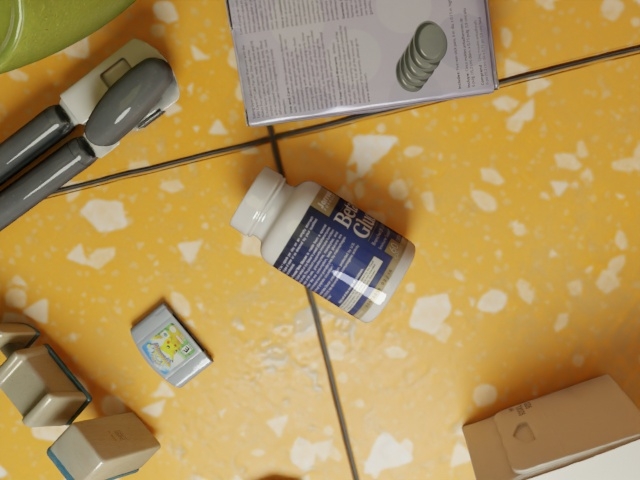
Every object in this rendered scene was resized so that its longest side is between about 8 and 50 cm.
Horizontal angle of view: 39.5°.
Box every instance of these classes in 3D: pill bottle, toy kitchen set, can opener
[{"bbox_3d":[0.000,0.000,0.877,0.169,0.094,0.094,32,99,-2],"label":"pill bottle"},{"bbox_3d":[-0.309,0.201,0.930,0.166,0.122,0.207,-46,73,8],"label":"toy kitchen set"},{"bbox_3d":[-0.264,-0.095,0.876,0.283,0.095,0.076,-35,95,7],"label":"can opener"}]

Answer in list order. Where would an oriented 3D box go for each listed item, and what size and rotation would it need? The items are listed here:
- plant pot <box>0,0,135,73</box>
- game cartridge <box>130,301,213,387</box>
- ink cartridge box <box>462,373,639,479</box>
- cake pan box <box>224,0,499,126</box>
[{"bbox_3d":[-0.257,-0.253,0.704,0.274,0.293,0.275,1,127,1],"label":"plant pot"},{"bbox_3d":[-0.160,0.113,0.942,0.056,0.017,0.083,-39,94,11],"label":"game cartridge"},{"bbox_3d":[0.261,0.282,0.866,0.168,0.171,0.233,-22,97,6],"label":"ink cartridge box"},{"bbox_3d":[0.030,-0.254,0.853,0.245,0.070,0.267,-9,98,2],"label":"cake pan box"}]
